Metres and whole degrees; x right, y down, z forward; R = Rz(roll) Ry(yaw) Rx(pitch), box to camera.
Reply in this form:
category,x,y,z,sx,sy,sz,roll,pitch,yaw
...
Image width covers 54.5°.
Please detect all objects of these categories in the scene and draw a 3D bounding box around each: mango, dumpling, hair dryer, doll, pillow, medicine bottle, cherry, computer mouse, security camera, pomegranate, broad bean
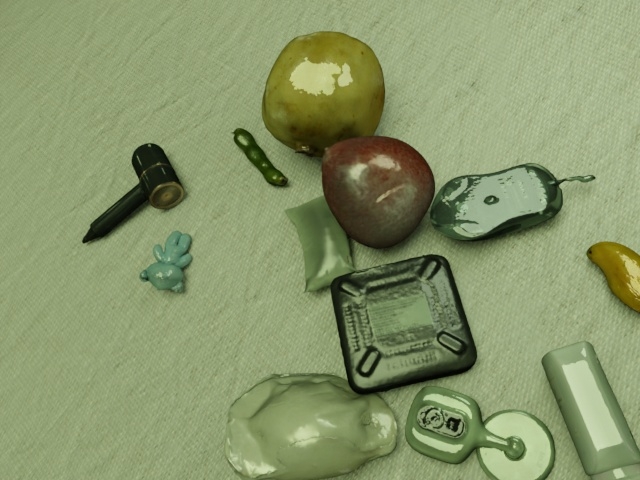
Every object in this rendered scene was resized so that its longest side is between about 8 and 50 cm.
category,x,y,z,sx,sy,sz,roll,pitch,yaw
mango,0.647,0.074,1.305,0.098,0.075,0.190,-29,55,0
dumpling,-0.022,0.388,1.353,0.340,0.181,0.260,-23,44,8
hair dryer,-0.571,-0.116,1.803,0.352,0.107,0.189,-37,59,8
doll,-0.408,0.059,1.686,0.120,0.075,0.180,18,50,-5
pillow,-0.001,0.000,1.557,0.144,0.078,0.254,-20,64,10
medicine bottle,0.525,0.350,1.179,0.111,0.161,0.297,-19,62,13
cherry,0.135,-0.124,1.466,0.261,0.307,0.221,-54,18,-8
computer mouse,0.442,-0.088,1.438,0.378,0.090,0.167,-13,65,7
security camera,0.327,0.403,1.279,0.301,0.080,0.157,14,73,21
pomegranate,0.011,-0.358,1.573,0.332,0.332,0.333,-7,66,16
broad bean,-0.171,-0.229,1.730,0.052,0.053,0.256,-20,56,-33

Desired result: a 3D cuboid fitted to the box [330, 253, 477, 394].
category,x,y,z,sx,sy,sz,roll,pitch,yaw
box,0.181,0.183,1.403,0.289,0.073,0.289,-12,63,3
